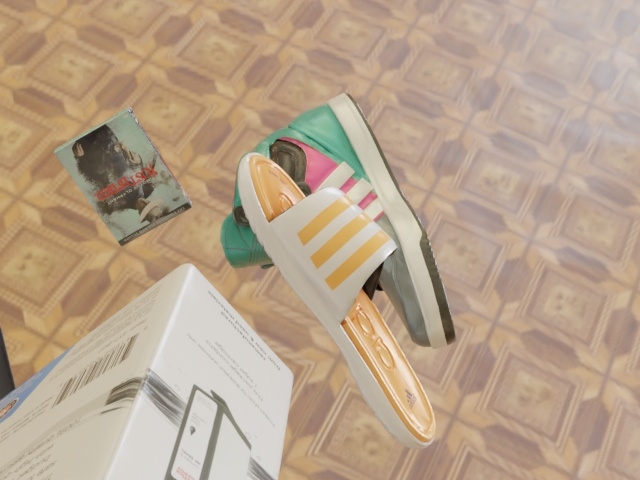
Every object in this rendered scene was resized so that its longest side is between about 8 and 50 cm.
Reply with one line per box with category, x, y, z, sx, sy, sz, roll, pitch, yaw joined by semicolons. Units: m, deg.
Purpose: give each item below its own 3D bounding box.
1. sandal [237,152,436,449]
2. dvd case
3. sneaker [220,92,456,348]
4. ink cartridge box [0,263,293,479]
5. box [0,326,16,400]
sandal;0.035;0.033;0.757;0.265;0.076;0.102;57;20;-5
dvd case;-0.195;-0.062;0.977;0.087;0.119;0.013;-28;26;5
sneaker;0.000;0.000;0.935;0.178;0.124;0.295;-23;55;-1
ink cartridge box;-0.098;0.119;0.399;0.086;0.148;0.203;49;20;-18
box;-0.463;0.165;1.288;0.093;0.156;0.158;-16;23;-24
